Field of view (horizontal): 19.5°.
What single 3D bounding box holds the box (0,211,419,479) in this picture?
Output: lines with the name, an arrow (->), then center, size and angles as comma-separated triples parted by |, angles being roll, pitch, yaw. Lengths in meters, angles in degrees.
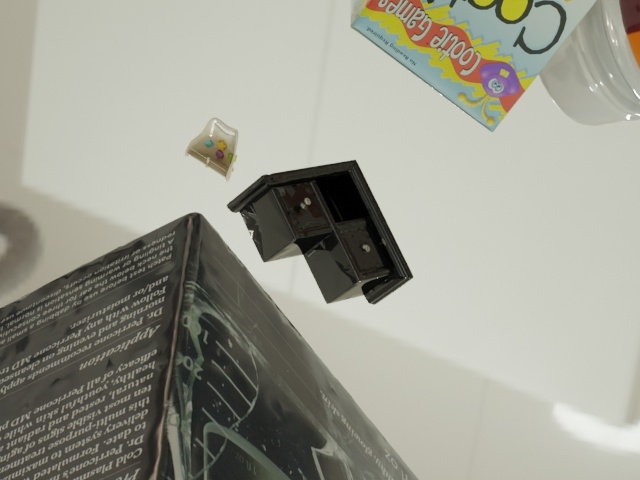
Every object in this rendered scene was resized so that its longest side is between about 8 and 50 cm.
box -> -0.097, 0.325, 1.502 | 0.297, 0.480, 0.472 | -26, -149, 21

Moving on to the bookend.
bookend -> 0.000, 0.000, 2.098 | 0.157, 0.072, 0.156 | -11, -110, -46

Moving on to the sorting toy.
sorting toy -> -0.152, -0.143, 2.802 | 0.083, 0.075, 0.045 | 33, -148, 21

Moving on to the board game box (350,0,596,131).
board game box -> 0.159, -0.247, 1.462 | 0.142, 0.275, 0.144 | 35, -166, -9

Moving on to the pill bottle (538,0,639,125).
pill bottle -> 0.402, -0.231, 1.730 | 0.392, 0.224, 0.224 | -10, -176, 40
